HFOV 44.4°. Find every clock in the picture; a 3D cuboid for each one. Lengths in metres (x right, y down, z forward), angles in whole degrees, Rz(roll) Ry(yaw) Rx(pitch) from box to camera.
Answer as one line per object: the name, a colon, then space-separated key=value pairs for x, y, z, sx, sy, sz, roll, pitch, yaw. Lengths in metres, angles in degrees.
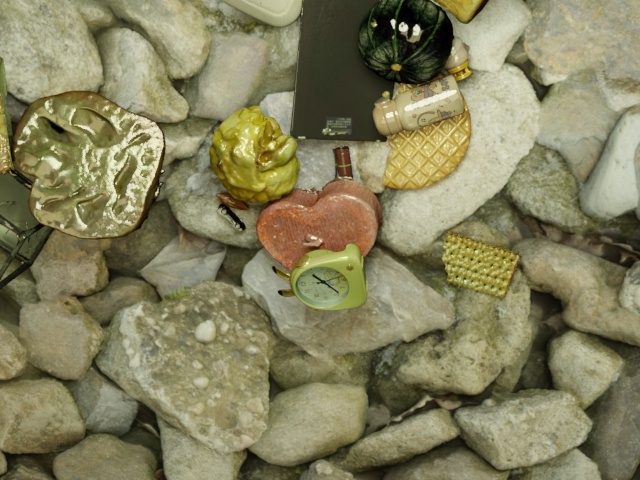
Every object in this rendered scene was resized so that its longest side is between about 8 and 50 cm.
clock: x=-0.003 y=0.096 z=1.947 sx=0.232 sy=0.069 sz=0.170 roll=-6 pitch=127 yaw=9

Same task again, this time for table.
table: x=-0.883 y=-0.065 z=1.993 sx=0.335 sy=0.272 sz=0.222 roll=36 pitch=108 yaw=-7

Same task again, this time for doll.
doll: x=0.318 y=-0.448 z=1.858 sx=0.084 sy=0.073 sz=0.127 roll=-36 pitch=108 yaw=-18

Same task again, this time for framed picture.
framed picture: x=0.063 y=-0.404 z=1.869 sx=0.255 sy=0.014 sz=0.338 roll=-1 pitch=110 yaw=-19

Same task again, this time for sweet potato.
sweet potato: x=-0.229 y=-0.100 z=2.041 sx=0.095 sy=0.034 sz=0.034 roll=27 pitch=109 yaw=-11

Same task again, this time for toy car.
toy car: x=-0.233 y=-0.058 z=2.051 sx=0.025 sy=0.041 sz=0.093 roll=-40 pitch=99 yaw=20

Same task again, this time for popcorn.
popcorn: x=-0.162 y=-0.197 z=1.895 sx=0.266 sy=0.192 sz=0.233 roll=-27 pitch=96 yaw=53

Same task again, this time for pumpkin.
pumpkin: x=0.193 y=-0.450 z=1.767 sx=0.220 sy=0.220 sz=0.162 roll=22 pitch=70 yaw=-2

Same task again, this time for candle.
candle: x=0.000 y=0.000 z=1.989 sx=0.317 sy=0.131 sz=0.287 roll=-4 pitch=117 yaw=15

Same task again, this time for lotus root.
lotus root: x=-0.563 y=-0.190 z=1.957 sx=0.375 sy=0.111 sz=0.390 roll=-28 pitch=93 yaw=-13

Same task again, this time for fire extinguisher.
fire extinguisher: x=0.062 y=-0.170 z=1.985 sx=0.056 sy=0.039 sz=0.132 roll=-4 pitch=108 yaw=14

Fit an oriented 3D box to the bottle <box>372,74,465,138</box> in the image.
bottle: x=0.224 y=-0.316 z=1.843 sx=0.209 sy=0.097 sz=0.110 roll=-18 pitch=113 yaw=9

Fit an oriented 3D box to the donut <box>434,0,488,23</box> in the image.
donut: x=0.352 y=-0.627 z=1.667 sx=0.160 sy=0.330 sz=0.330 roll=37 pitch=108 yaw=0

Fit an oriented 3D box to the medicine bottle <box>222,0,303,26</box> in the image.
medicine bottle: x=-0.097 y=-0.694 z=1.783 sx=0.282 sy=0.123 sz=0.375 roll=26 pitch=109 yaw=-4

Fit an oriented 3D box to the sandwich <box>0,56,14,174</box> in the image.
sandwich: x=-0.812 y=-0.311 z=1.923 sx=0.095 sy=0.249 sz=0.273 roll=-6 pitch=109 yaw=-17

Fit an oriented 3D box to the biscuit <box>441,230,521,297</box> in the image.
biscuit: x=0.406 y=0.066 z=2.041 sx=0.203 sy=0.016 sz=0.144 roll=15 pitch=109 yaw=0

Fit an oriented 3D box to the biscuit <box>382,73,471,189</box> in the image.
biscuit: x=0.267 y=-0.265 z=1.930 sx=0.204 sy=0.040 sz=0.309 roll=9 pitch=108 yaw=0
